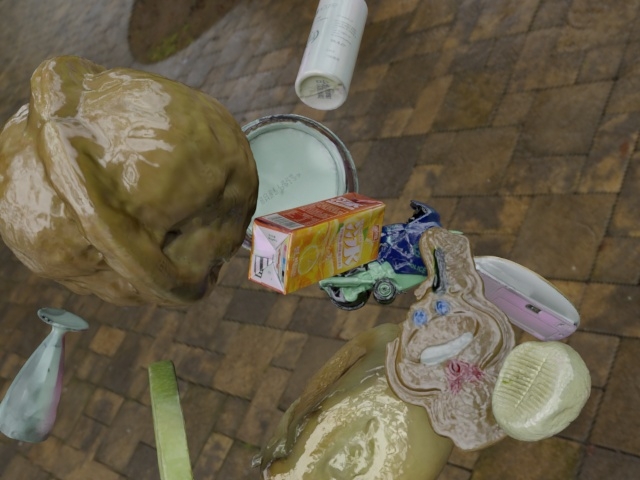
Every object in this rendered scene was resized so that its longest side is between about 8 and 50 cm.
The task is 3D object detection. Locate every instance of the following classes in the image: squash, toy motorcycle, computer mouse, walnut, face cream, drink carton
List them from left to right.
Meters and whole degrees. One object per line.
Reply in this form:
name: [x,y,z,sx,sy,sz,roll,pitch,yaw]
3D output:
walnut: [-0.276,-0.071,1.116,0.383,0.383,0.384,-30,39,29]
squash: [-0.210,0.295,1.117,0.048,0.252,0.252,-8,35,-12]
drink carton: [0.000,0.000,1.133,0.071,0.222,0.096,22,115,33]
face cream: [0.030,-0.364,1.359,0.092,0.092,0.312,-18,45,39]
toy motorcycle: [0.149,0.029,1.658,0.331,0.125,0.196,-16,80,4]
computer mouse: [0.344,0.098,1.398,0.126,0.245,0.056,-48,15,57]

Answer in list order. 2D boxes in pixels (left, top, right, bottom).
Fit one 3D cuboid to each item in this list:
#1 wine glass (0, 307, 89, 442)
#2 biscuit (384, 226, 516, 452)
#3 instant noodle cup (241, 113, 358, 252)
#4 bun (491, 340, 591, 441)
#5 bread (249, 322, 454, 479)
wine glass: [-0.343,0.166,0.975,0.073,0.073,0.155,35,103,56]
biscuit: [0.182,0.132,1.110,0.183,0.047,0.320,-1,71,15]
instant noodle cup: [-0.076,-0.110,1.660,0.340,0.339,0.266,-50,4,2]
bun: [0.238,0.163,0.843,0.115,0.069,0.115,-43,28,29]
bread: [0.089,0.324,1.369,0.348,0.253,0.376,-45,2,10]
